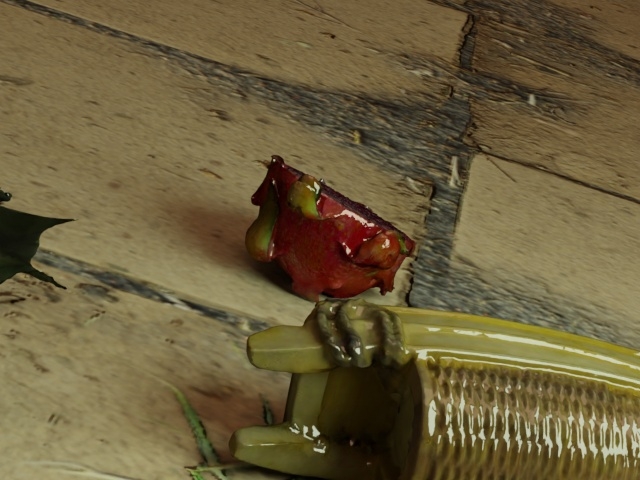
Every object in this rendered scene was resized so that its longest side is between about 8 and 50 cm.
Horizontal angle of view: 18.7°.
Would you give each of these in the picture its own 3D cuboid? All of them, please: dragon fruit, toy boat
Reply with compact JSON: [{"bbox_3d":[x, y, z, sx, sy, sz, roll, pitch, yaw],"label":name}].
[{"bbox_3d":[0.003,0.001,1.198,0.112,0.068,0.126,31,4,-11],"label":"dragon fruit"},{"bbox_3d":[0.105,0.098,0.982,0.310,0.089,0.115,12,18,-14],"label":"toy boat"}]

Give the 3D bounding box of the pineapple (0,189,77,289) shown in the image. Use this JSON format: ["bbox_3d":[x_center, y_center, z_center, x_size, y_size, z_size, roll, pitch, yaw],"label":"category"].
[{"bbox_3d":[-0.222,0.023,0.813,0.165,0.166,0.364,22,19,12],"label":"pineapple"}]
